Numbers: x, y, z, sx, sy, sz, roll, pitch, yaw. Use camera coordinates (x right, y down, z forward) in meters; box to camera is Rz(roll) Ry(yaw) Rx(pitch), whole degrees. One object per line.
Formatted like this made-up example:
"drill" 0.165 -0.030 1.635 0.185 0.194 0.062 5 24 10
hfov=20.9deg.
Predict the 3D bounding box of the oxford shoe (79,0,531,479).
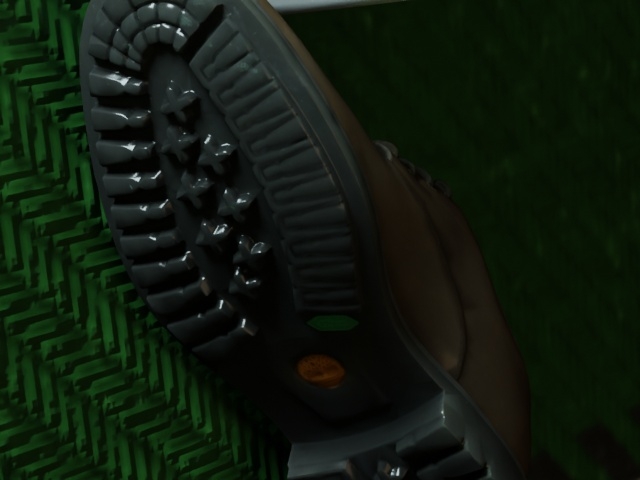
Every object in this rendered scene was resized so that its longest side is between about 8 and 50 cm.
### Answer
"oxford shoe" 0.000 0.000 0.539 0.227 0.082 0.096 61 31 -30

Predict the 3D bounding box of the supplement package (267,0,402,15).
"supplement package" 0.029 -0.212 0.461 0.145 0.204 0.262 -41 119 -39
